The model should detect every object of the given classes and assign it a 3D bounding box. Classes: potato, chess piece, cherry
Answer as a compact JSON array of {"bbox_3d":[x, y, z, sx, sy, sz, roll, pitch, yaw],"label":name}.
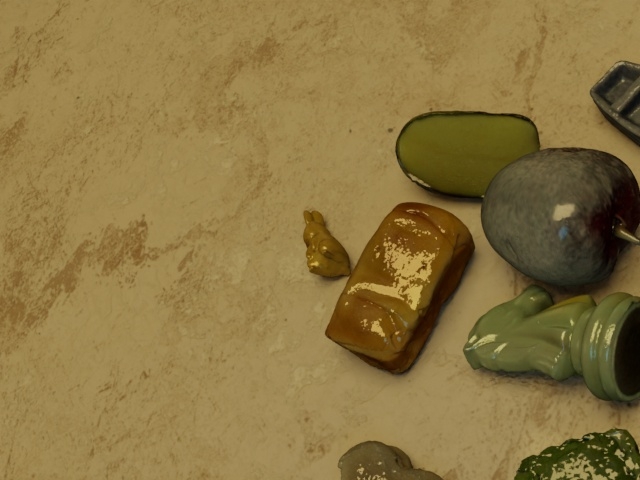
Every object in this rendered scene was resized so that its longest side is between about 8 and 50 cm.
[{"bbox_3d":[0.278,-0.168,2.075,0.271,0.160,0.111,2,20,23],"label":"potato"},{"bbox_3d":[0.381,0.154,1.837,0.298,0.176,0.176,7,65,42],"label":"chess piece"},{"bbox_3d":[0.403,-0.040,1.877,0.296,0.218,0.255,12,43,40],"label":"cherry"}]

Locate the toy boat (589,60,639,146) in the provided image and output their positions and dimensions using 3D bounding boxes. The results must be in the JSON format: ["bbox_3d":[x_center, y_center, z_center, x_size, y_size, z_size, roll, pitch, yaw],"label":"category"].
[{"bbox_3d":[0.601,-0.211,1.974,0.127,0.078,0.283,-44,54,-5],"label":"toy boat"}]

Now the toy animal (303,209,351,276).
[{"bbox_3d":[0.002,0.002,2.143,0.070,0.083,0.159,-54,38,23],"label":"toy animal"}]

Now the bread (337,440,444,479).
[{"bbox_3d":[0.133,0.469,1.778,0.183,0.102,0.337,-18,57,15],"label":"bread"}]

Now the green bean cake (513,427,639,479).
[{"bbox_3d":[0.403,0.402,1.684,0.200,0.113,0.214,-24,54,11],"label":"green bean cake"}]

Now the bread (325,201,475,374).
[{"bbox_3d":[0.137,0.079,1.988,0.166,0.132,0.294,25,72,27],"label":"bread"}]
